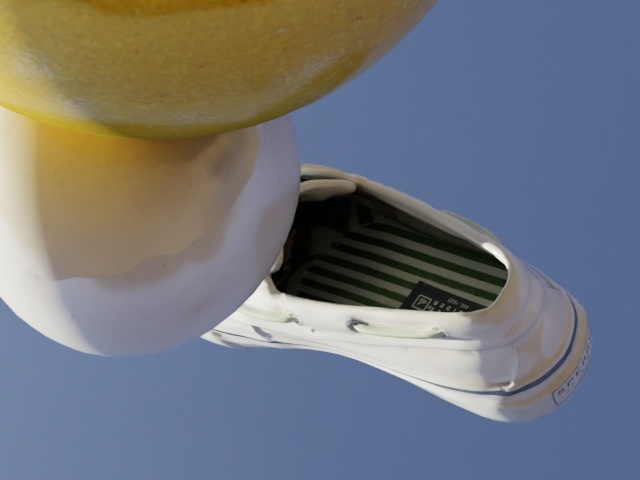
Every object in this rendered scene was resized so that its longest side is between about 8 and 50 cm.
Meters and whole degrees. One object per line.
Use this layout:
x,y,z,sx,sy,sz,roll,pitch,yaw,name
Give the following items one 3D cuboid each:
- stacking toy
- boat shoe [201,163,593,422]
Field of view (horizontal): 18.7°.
-0.053,-0.152,0.548,0.350,0.480,0.351,7,-137,-7,stacking toy
0.000,0.000,0.747,0.226,0.076,0.083,13,-116,34,boat shoe
